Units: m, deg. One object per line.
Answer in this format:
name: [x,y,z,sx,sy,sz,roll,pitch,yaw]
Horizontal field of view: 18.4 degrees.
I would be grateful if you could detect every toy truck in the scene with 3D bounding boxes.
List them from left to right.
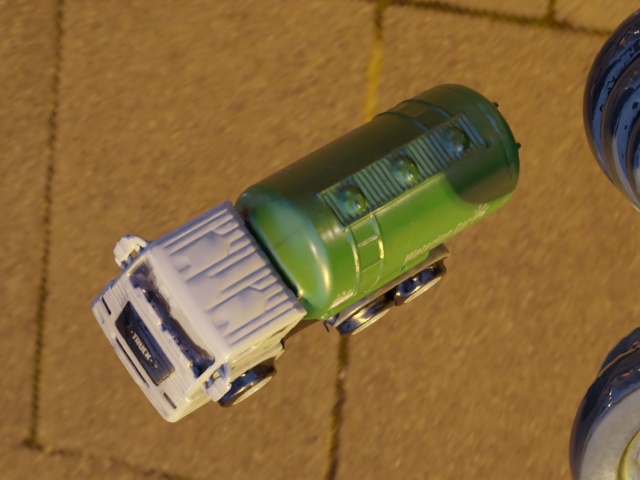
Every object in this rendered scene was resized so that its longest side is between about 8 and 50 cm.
toy truck: [0.000,0.000,1.088,0.101,0.242,0.125,56,149,7]

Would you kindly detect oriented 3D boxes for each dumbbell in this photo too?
dumbbell: [0.223,0.014,1.047,0.179,0.406,0.179,4,132,5]
